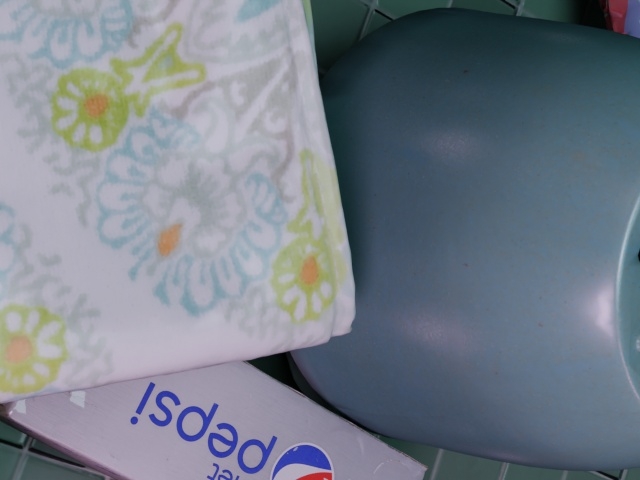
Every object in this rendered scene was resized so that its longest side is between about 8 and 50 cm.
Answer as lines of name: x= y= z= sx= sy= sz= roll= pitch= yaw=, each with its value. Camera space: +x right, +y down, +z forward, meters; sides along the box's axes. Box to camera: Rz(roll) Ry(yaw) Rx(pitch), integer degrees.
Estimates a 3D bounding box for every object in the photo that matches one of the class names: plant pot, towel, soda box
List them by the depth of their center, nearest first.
towel: x=-0.167 y=-0.078 z=0.642 sx=0.374 sy=0.090 sz=0.320 roll=-8 pitch=87 yaw=-28
plant pot: x=0.153 y=0.007 z=0.798 sx=0.293 sy=0.235 sz=0.293 roll=-7 pitch=102 yaw=-36
soda box: x=-0.073 y=0.124 z=0.836 sx=0.286 sy=0.091 sz=0.098 roll=33 pitch=74 yaw=-28

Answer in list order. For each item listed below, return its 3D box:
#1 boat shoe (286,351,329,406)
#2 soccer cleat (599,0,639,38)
boat shoe: x=0.000 y=0.000 z=0.893 sx=0.070 sy=0.078 sz=0.219 roll=-40 pitch=126 yaw=-68
soccer cleat: x=0.245 y=-0.171 z=1.009 sx=0.095 sy=0.083 sz=0.248 roll=12 pitch=66 yaw=-12
